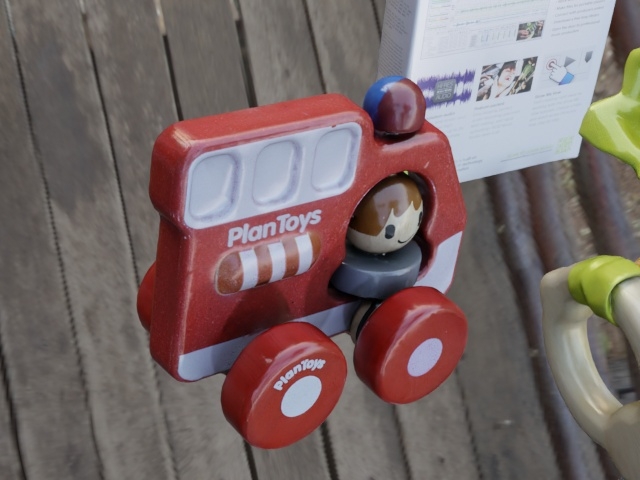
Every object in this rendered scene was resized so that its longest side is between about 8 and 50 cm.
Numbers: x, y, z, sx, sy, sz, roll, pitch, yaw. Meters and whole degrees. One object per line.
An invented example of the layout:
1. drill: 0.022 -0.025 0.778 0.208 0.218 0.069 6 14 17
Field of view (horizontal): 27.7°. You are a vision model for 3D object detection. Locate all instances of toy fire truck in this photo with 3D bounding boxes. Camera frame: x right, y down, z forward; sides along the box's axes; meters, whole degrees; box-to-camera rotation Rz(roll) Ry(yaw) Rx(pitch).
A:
1. toy fire truck: 0.000 0.000 1.023 0.302 0.254 0.169 -15 40 -33

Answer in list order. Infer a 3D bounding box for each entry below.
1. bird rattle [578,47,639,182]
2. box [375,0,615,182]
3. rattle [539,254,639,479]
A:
1. bird rattle: 0.267 -0.039 0.726 0.143 0.207 0.253 -8 51 -20
2. box: 0.167 -0.203 1.205 0.232 0.322 0.058 -13 41 -25
3. rattle: 0.226 0.097 0.826 0.142 0.130 0.200 -18 86 -39
